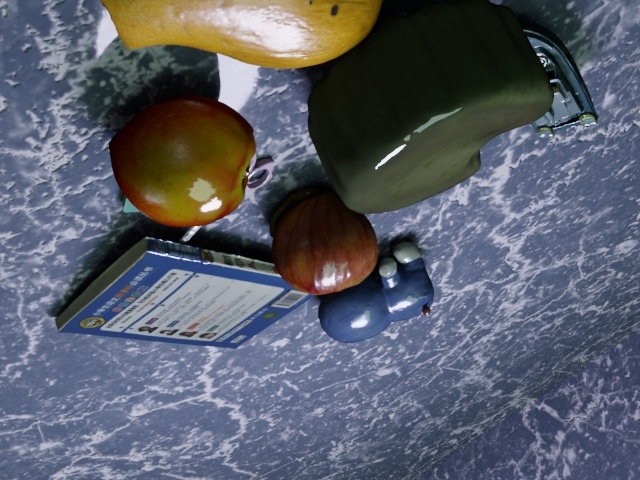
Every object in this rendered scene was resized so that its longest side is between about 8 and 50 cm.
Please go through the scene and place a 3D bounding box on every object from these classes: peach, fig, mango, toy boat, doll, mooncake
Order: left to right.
[{"bbox_3d":[-0.192,-0.110,1.007,0.197,0.197,0.197,-17,146,-12],"label":"peach"},{"bbox_3d":[-0.084,-0.293,0.846,0.359,0.144,0.187,-1,138,-28],"label":"mango"},{"bbox_3d":[0.001,0.000,1.292,0.205,0.205,0.205,-17,146,-12],"label":"fig"},{"bbox_3d":[0.119,0.127,1.577,0.258,0.154,0.228,-19,151,3],"label":"doll"},{"bbox_3d":[0.142,-0.187,1.052,0.351,0.187,0.351,-24,167,-6],"label":"mooncake"},{"bbox_3d":[0.364,-0.260,1.202,0.114,0.122,0.296,-15,152,31],"label":"toy boat"}]

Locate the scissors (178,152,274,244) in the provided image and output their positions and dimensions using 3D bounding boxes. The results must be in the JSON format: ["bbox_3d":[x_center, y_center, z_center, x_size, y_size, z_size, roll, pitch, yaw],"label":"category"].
[{"bbox_3d":[-0.165,-0.068,1.197,0.212,0.021,0.110,-43,150,16],"label":"scissors"}]

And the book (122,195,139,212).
[{"bbox_3d":[-0.239,-0.084,1.148,0.135,0.017,0.103,-6,143,-31],"label":"book"}]

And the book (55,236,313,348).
[{"bbox_3d":[-0.233,0.116,1.380,0.300,0.039,0.428,-36,147,31],"label":"book"}]
